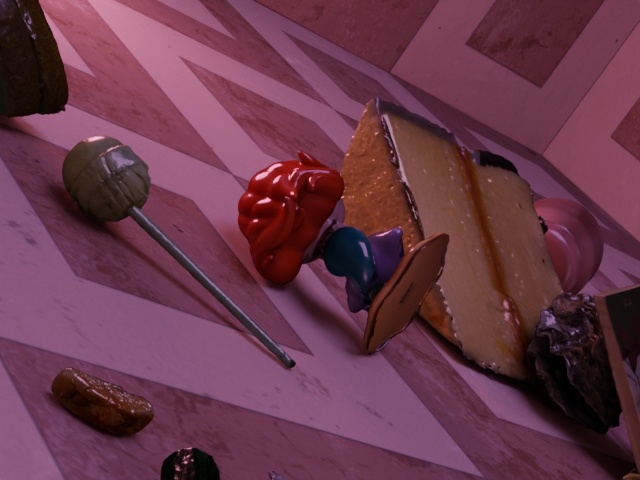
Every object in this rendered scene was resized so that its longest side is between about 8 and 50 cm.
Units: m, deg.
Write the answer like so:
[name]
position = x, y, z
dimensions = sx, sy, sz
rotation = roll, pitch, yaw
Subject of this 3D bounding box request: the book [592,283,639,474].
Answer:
[book]
position = 0.441, 0.203, 2.107
dimensions = 0.201, 0.026, 0.289
rotation = -6, 81, -64

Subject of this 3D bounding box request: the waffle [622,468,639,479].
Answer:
[waffle]
position = 0.460, 0.371, 1.900
dimensions = 0.208, 0.054, 0.214
rotation = 33, 19, -23

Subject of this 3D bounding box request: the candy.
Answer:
[candy]
position = -0.147, 0.017, 1.663
dimensions = 0.335, 0.093, 0.092
rotation = 45, 58, 5

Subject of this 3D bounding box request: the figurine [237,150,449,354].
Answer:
[figurine]
position = 0.006, -0.007, 1.872
dimensions = 0.257, 0.181, 0.208
rotation = 33, 41, 20

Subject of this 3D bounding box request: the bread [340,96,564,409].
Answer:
[bread]
position = 0.240, 0.031, 2.197
dimensions = 0.345, 0.242, 0.405
rotation = 16, 20, -47

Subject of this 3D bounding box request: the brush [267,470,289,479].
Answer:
[brush]
position = 0.071, 0.285, 1.366
dimensions = 0.272, 0.013, 0.103
rotation = 30, 15, -24

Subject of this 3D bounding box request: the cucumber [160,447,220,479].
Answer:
[cucumber]
position = -0.099, 0.201, 1.181
dimensions = 0.048, 0.048, 0.105
rotation = 31, 17, -15

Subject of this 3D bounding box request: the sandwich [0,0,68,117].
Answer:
[sandwich]
position = -0.386, -0.220, 1.796
dimensions = 0.109, 0.160, 0.185
rotation = -27, 104, -52

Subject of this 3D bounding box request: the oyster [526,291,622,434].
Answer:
[oyster]
position = 0.386, 0.154, 2.168
dimensions = 0.198, 0.112, 0.268
rotation = 47, 35, -16

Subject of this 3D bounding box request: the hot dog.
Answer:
[hot dog]
position = -0.175, 0.135, 1.256
dimensions = 0.090, 0.030, 0.034
rotation = 28, 24, -27

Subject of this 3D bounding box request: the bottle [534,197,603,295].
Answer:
[bottle]
position = 0.365, 0.025, 2.634
dimensions = 0.206, 0.173, 0.297
rotation = 6, 10, 15
